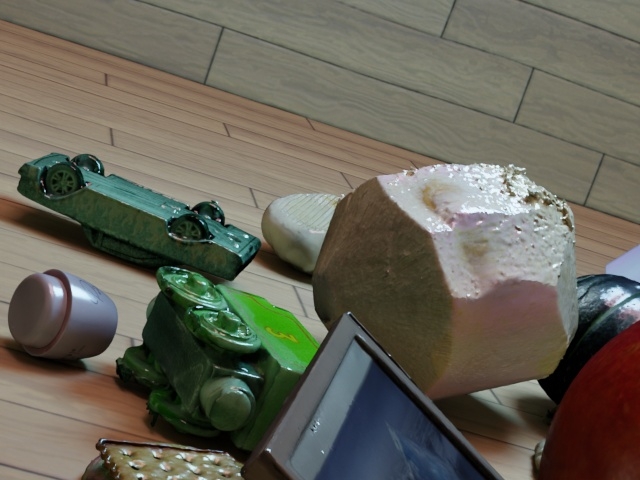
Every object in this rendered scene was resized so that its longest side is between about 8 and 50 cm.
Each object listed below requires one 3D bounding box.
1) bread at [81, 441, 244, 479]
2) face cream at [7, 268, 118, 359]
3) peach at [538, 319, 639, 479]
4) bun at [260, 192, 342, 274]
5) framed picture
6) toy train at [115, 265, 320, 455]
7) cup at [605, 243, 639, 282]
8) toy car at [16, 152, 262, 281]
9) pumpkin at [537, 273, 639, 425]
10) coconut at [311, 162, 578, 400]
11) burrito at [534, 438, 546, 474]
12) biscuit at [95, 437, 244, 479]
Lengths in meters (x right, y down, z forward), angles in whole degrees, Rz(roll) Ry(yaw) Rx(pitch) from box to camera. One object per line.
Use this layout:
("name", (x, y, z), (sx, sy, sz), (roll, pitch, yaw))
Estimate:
("bread", (-0.094, 0.229, 1.357), (0.228, 0.034, 0.228), (20, 12, -5))
("face cream", (-0.264, 0.079, 1.612), (0.095, 0.091, 0.091), (20, 9, -42))
("peach", (0.383, 0.205, 1.363), (0.388, 0.388, 0.388), (19, 12, -4))
("bun", (0.000, 0.000, 2.330), (0.183, 0.102, 0.183), (4, 24, -2))
("framed picture", (0.096, 0.232, 1.334), (0.326, 0.028, 0.446), (46, 14, -2))
("toy train", (-0.089, 0.126, 1.599), (0.188, 0.132, 0.243), (18, 14, -30))
("cup", (0.632, 0.053, 2.363), (0.253, 0.371, 0.253), (46, 21, -23))
("toy car", (-0.242, -0.027, 2.077), (0.320, 0.097, 0.141), (22, 13, 4))
("pumpkin", (0.367, 0.164, 2.008), (0.250, 0.216, 0.250), (49, -3, 3))
("coconut", (0.135, 0.046, 1.877), (0.309, 0.298, 0.297), (-6, 25, -31))
("burrito", (0.267, 0.256, 1.786), (0.045, 0.041, 0.185), (11, 10, 3))
("biscuit", (-0.096, 0.219, 1.284), (0.144, 0.016, 0.203), (10, 18, -30))
